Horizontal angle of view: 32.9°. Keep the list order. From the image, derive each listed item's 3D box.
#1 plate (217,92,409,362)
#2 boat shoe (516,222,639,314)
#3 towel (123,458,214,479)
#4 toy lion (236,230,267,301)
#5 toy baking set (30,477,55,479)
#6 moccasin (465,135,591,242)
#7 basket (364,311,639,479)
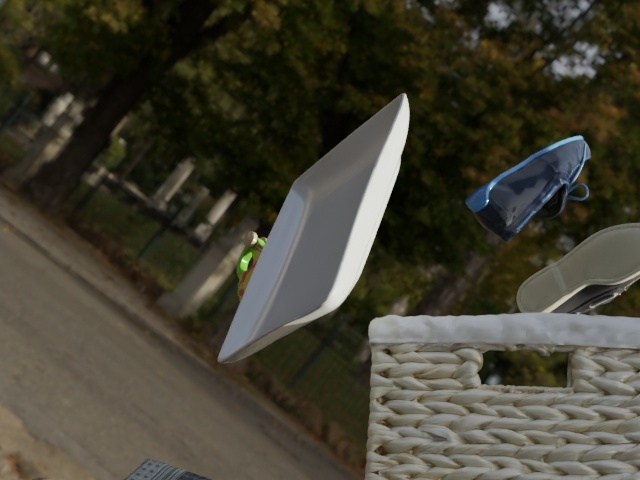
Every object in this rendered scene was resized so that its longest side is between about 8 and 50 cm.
[{"bbox_3d":[0.000,0.000,1.221,0.045,0.278,0.277,32,-31,-16],"label":"plate"},{"bbox_3d":[0.344,0.043,1.342,0.065,0.206,0.075,28,42,-43],"label":"boat shoe"},{"bbox_3d":[-0.256,0.486,1.734,0.312,0.056,0.324,11,27,29],"label":"towel"},{"bbox_3d":[-0.090,0.046,1.541,0.034,0.096,0.100,27,2,-38],"label":"toy lion"},{"bbox_3d":[-0.220,0.272,0.786,0.197,0.256,0.030,38,8,-21],"label":"toy baking set"},{"bbox_3d":[0.382,-0.084,1.933,0.117,0.342,0.138,57,-38,5],"label":"moccasin"},{"bbox_3d":[0.229,0.256,1.145,0.328,0.266,0.331,0,-26,18],"label":"basket"}]
